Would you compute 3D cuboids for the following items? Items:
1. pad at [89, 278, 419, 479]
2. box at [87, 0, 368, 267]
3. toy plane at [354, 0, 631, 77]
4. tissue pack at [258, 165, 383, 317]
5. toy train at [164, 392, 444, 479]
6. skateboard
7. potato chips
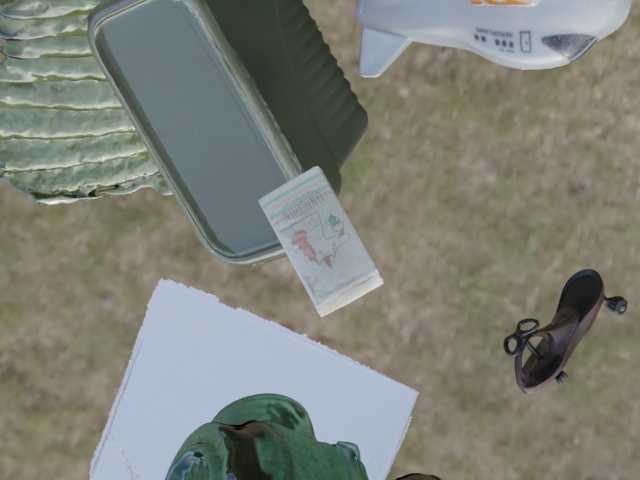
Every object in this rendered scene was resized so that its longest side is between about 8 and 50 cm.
[{"bbox_3d":[-0.049,0.130,1.250,0.232,0.156,0.004,21,-178,34],"label":"pad"},{"bbox_3d":[-0.065,-0.133,1.662,0.138,0.178,0.274,-17,111,35],"label":"box"},{"bbox_3d":[0.144,-0.196,1.598,0.244,0.117,0.245,6,171,1],"label":"toy plane"},{"bbox_3d":[0.000,0.000,1.403,0.056,0.108,0.023,-29,150,2],"label":"tissue pack"},{"bbox_3d":[-0.016,0.246,0.808,0.150,0.369,0.237,13,129,-23],"label":"toy train"},{"bbox_3d":[0.255,0.095,2.020,0.080,0.151,0.067,46,166,-35],"label":"skateboard"},{"bbox_3d":[-0.185,-0.164,1.950,0.389,0.097,0.373,1,151,-25],"label":"potato chips"}]
